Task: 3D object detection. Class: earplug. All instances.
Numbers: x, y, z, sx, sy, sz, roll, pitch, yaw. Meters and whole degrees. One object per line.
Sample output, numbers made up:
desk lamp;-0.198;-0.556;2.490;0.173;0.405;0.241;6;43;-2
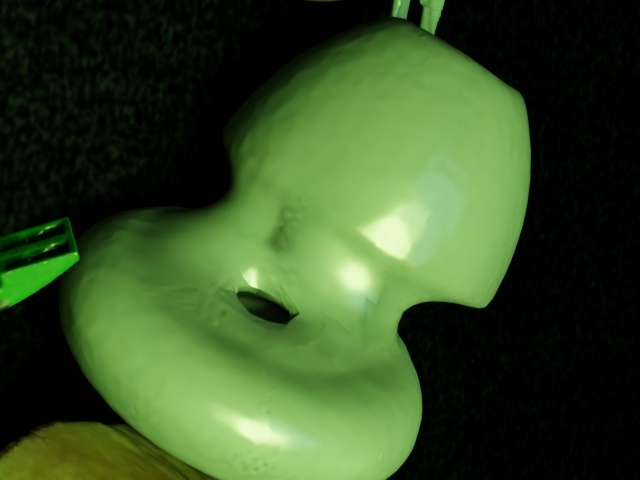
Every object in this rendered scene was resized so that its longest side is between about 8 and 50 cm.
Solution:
earplug;-0.003;0.007;1.089;0.325;0.214;0.175;-50;170;-37

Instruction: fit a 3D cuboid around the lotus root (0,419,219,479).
lotus root;-0.084;0.275;1.030;0.316;0.250;0.316;-43;159;-21

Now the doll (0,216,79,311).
doll;-0.203;0.068;0.939;0.134;0.106;0.186;9;114;-21

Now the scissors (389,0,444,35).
scissors;0.082;-0.284;1.201;0.256;0.029;0.383;-33;136;-71
